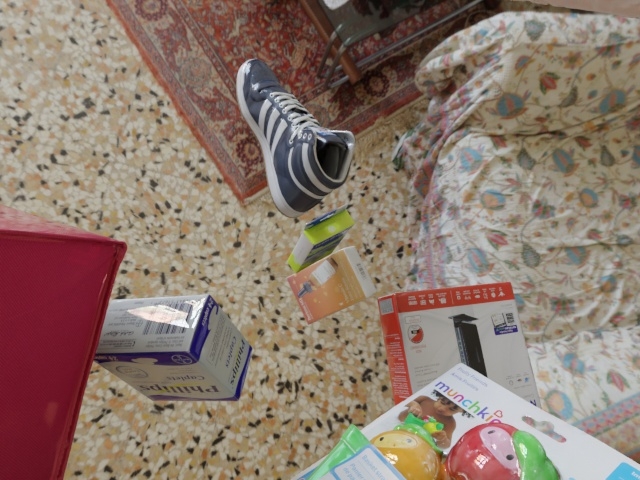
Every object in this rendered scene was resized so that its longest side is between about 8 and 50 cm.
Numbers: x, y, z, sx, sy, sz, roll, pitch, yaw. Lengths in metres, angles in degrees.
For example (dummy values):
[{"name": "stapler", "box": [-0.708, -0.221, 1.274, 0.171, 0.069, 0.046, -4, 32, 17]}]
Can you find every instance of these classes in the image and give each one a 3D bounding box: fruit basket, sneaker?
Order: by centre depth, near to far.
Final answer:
[{"name": "fruit basket", "box": [0.159, 0.288, 0.481, 0.352, 0.327, 0.166, -28, 113, -20]}, {"name": "sneaker", "box": [-0.040, -0.191, 0.668, 0.099, 0.153, 0.283, -14, 84, -40]}]

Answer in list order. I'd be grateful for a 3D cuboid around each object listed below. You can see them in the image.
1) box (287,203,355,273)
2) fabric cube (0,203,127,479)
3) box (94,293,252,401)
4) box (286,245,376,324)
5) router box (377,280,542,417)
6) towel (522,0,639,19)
[{"name": "box", "box": [0.000, 0.000, 0.857, 0.109, 0.178, 0.042, -29, 77, -26]}, {"name": "fabric cube", "box": [-0.361, 0.077, 0.306, 0.258, 0.259, 0.254, 14, 89, 17]}, {"name": "box", "box": [-0.166, 0.130, 0.482, 0.126, 0.137, 0.072, -5, 49, 14]}, {"name": "box", "box": [0.027, 0.109, 1.011, 0.170, 0.091, 0.130, -29, 83, 21]}, {"name": "router box", "box": [0.314, 0.258, 0.930, 0.335, 0.082, 0.302, -3, 75, -23]}, {"name": "towel", "box": [0.283, -0.405, 0.442, 0.331, 0.317, 0.053, 25, 73, 24]}]
